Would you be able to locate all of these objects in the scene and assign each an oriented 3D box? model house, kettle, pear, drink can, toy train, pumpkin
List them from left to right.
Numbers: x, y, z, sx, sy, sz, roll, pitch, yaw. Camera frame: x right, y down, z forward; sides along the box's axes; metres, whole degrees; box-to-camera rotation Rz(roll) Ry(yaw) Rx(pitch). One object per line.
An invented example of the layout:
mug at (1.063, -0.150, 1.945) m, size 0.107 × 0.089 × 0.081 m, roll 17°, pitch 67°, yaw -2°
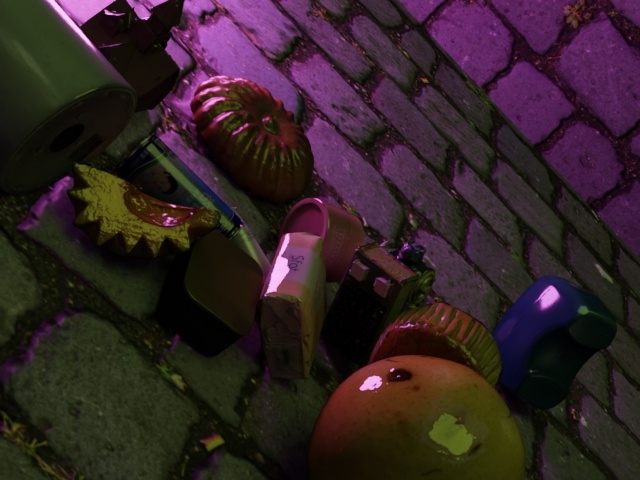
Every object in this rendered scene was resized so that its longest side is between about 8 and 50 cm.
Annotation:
kettle at (-0.486, -0.289, 1.646) m, size 0.377 × 0.250 × 0.361 m, roll 51°, pitch 7°, yaw 8°
pumpkin at (-0.309, -0.025, 1.707) m, size 0.253 × 0.149 × 0.131 m, roll 18°, pitch 77°, yaw -17°
model house at (-0.338, -0.371, 1.909) m, size 0.181 × 0.248 × 0.176 m, roll 50°, pitch 28°, yaw 3°
drink can at (-0.249, -0.080, 1.841) m, size 0.235 × 0.097 × 0.097 m, roll 45°, pitch 28°, yaw -9°
toy train at (0.107, 0.114, 1.958) m, size 0.134 × 0.261 × 0.177 m, roll 38°, pitch 32°, yaw 26°
pear at (0.151, 0.347, 1.634) m, size 0.348 × 0.348 × 0.348 m, roll 35°, pitch 31°, yaw -25°

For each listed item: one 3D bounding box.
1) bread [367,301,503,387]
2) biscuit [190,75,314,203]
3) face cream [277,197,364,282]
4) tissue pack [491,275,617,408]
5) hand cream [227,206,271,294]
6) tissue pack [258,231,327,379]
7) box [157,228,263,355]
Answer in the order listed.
bread at (0.193, 0.245, 1.841) m, size 0.227 × 0.253 × 0.142 m, roll 34°, pitch 27°, yaw 9°
biscuit at (-0.131, -0.226, 2.194) m, size 0.325 × 0.107 × 0.326 m, roll 38°, pitch 26°, yaw -23°
face cream at (0.000, 0.000, 2.042) m, size 0.104 × 0.149 × 0.149 m, roll 23°, pitch 38°, yaw -38°
tissue pack at (0.517, 0.223, 2.375) m, size 0.198 × 0.287 × 0.206 m, roll 23°, pitch 18°, yaw -35°
hand cream at (-0.128, 0.033, 1.927) m, size 0.205 × 0.050 × 0.078 m, roll 57°, pitch 26°, yaw 4°
tissue pack at (-0.044, 0.113, 1.827) m, size 0.222 × 0.090 × 0.186 m, roll -70°, pitch 160°, yaw -58°
box at (-0.185, 0.087, 1.730) m, size 0.144 × 0.090 × 0.201 m, roll 38°, pitch 29°, yaw -21°
